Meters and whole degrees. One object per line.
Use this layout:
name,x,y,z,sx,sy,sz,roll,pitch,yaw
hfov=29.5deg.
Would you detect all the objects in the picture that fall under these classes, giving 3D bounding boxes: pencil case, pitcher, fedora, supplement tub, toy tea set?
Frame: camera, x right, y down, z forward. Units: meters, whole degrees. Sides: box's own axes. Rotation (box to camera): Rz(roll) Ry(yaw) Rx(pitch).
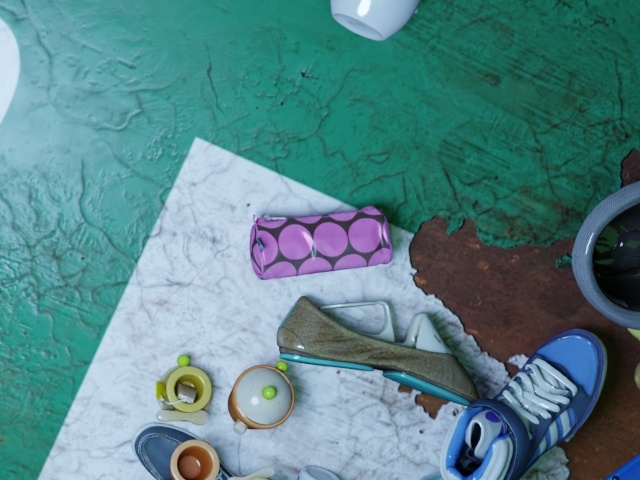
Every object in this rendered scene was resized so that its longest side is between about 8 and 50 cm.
pencil case,0.000,0.000,1.806,0.209,0.095,0.098,-6,90,-13
pitcher,0.116,-0.381,1.724,0.177,0.125,0.207,28,85,-33
fedora,0.520,0.011,1.901,0.275,0.124,0.244,-15,105,0
supplement tub,-0.015,0.416,1.916,0.071,0.071,0.107,17,101,-16
toy tea set,-0.132,0.325,1.774,0.200,0.124,0.336,1,73,-18

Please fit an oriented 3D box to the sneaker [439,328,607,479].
sneaker,0.307,0.264,1.854,0.130,0.236,0.323,41,96,23

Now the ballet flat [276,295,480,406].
ballet flat,0.101,0.160,1.870,0.342,0.116,0.124,16,81,-12

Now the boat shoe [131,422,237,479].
boat shoe,-0.184,0.376,1.864,0.095,0.079,0.254,-42,109,0

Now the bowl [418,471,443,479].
bowl,0.239,0.529,1.906,0.311,0.311,0.163,18,118,-16

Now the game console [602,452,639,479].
game console,0.541,0.535,2.094,0.293,0.173,0.250,-35,140,-1

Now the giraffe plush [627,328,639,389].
giraffe plush,0.574,0.206,1.958,0.181,0.210,0.170,-7,135,-15
